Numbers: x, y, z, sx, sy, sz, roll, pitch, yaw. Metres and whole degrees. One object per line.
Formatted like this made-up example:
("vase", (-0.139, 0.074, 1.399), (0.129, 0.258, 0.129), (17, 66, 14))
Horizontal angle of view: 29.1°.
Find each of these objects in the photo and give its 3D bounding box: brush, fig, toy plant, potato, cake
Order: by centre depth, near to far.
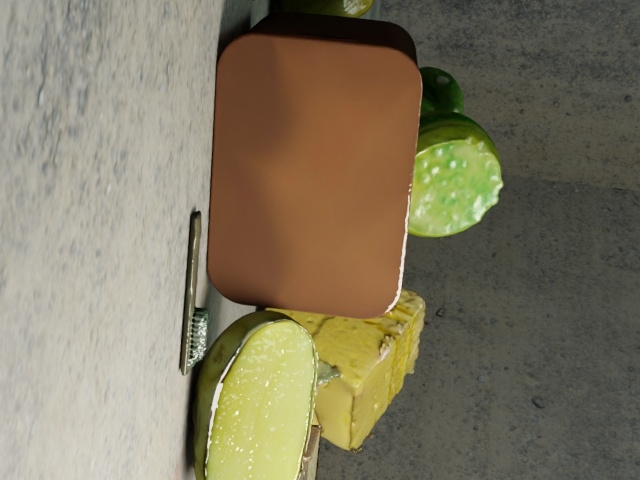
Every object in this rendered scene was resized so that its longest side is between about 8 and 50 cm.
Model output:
("brush", (-0.139, 0.062, 1.408), (0.034, 0.027, 0.190), (-69, 164, -77))
("potato", (-0.100, 0.210, 1.553), (0.111, 0.160, 0.272), (27, -66, 50))
("fig", (0.003, -0.364, 1.795), (0.154, 0.144, 0.166), (43, 69, -43))
("toy plant", (0.131, -0.148, 1.833), (0.316, 0.224, 0.184), (-115, -179, -54))
("cake", (0.010, 0.206, 2.036), (0.286, 0.222, 0.227), (-50, 154, -37))

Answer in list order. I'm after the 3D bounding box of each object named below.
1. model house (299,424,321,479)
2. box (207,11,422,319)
("model house", (-0.066, 0.400, 1.912), (0.326, 0.169, 0.244), (83, 13, -66))
("box", (-0.002, -0.107, 1.557), (0.229, 0.239, 0.339), (-77, 172, -69))
